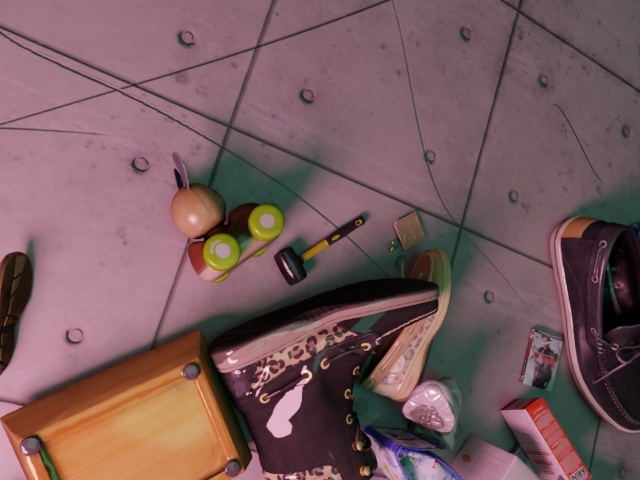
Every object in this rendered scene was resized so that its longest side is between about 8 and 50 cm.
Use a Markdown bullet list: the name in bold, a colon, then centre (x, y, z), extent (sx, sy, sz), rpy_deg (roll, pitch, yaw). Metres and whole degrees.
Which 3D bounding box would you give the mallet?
- **mallet**: centre (0.000, 0.000, 0.903), extent (0.189, 0.039, 0.062), rpy_deg (-40, 101, -24)

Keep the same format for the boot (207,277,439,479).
- **boot**: centre (0.038, 0.232, 0.827), extent (0.377, 0.138, 0.284), rpy_deg (-17, 98, -15)

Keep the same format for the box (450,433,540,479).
- **box**: centre (0.302, 0.475, 0.958), extent (0.091, 0.130, 0.170), rpy_deg (47, 73, -14)

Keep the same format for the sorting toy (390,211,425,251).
- **sorting toy**: centre (0.160, -0.012, 0.979), extent (0.083, 0.012, 0.062), rpy_deg (-26, 103, -25)

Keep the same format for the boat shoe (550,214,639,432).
- **boat shoe**: centre (0.635, 0.187, 1.097), extent (0.186, 0.156, 0.501), rpy_deg (-19, 97, -24)

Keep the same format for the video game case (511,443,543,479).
- **video game case**: centre (0.446, 0.527, 1.033), extent (0.183, 0.023, 0.201), rpy_deg (-40, 78, -19)

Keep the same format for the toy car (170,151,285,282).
- **toy car**: centre (-0.164, -0.047, 0.780), extent (0.149, 0.155, 0.188), rpy_deg (-36, 89, -20)

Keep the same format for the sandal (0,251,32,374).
- **sandal**: centre (-0.444, 0.102, 0.700), extent (0.049, 0.072, 0.180), rpy_deg (12, 87, 0)

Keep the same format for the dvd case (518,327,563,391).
- **dvd case**: centre (0.474, 0.257, 1.102), extent (0.087, 0.013, 0.120), rpy_deg (21, 79, -21)

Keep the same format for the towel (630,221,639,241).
- **towel**: centre (0.891, 0.041, 1.271), extent (0.335, 0.040, 0.243), rpy_deg (-19, 96, -22)

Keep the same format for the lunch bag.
- **lunch bag**: centre (0.154, 0.389, 0.900), extent (0.151, 0.129, 0.096), rpy_deg (42, 72, -14)

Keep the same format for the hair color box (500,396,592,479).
- **hair color box**: centre (0.441, 0.398, 1.013), extent (0.053, 0.093, 0.167), rpy_deg (-25, 78, -20)

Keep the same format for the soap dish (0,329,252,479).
- **soap dish**: centre (-0.262, 0.293, 0.735), extent (0.290, 0.118, 0.229), rpy_deg (-22, 97, -21)

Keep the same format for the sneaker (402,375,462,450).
- **sneaker**: centre (0.208, 0.285, 0.918), extent (0.115, 0.090, 0.232), rpy_deg (-62, 155, -29)

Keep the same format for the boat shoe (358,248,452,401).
- **boat shoe**: centre (0.154, 0.144, 0.922), extent (0.089, 0.104, 0.285), rpy_deg (20, 84, -15)
